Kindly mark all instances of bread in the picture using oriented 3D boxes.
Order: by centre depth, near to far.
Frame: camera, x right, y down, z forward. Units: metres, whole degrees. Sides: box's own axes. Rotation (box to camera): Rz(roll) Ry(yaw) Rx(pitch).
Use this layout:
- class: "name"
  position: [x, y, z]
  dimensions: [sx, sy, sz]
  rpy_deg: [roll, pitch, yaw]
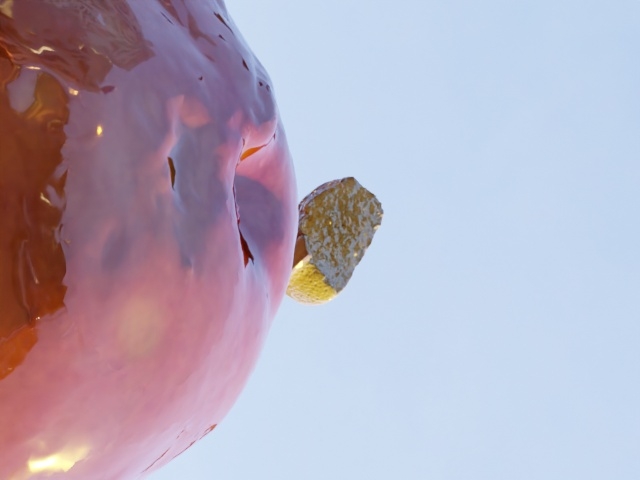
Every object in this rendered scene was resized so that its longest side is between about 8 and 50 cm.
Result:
- class: "bread"
  position: [-0.006, 0.005, 1.639]
  dimensions: [0.125, 0.086, 0.156]
  rpy_deg: [-34, -158, 50]

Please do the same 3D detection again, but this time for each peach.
- class: "peach"
  position: [-0.164, -0.022, 0.662]
  dimensions: [0.302, 0.343, 0.342]
  rpy_deg: [-9, -103, 21]
